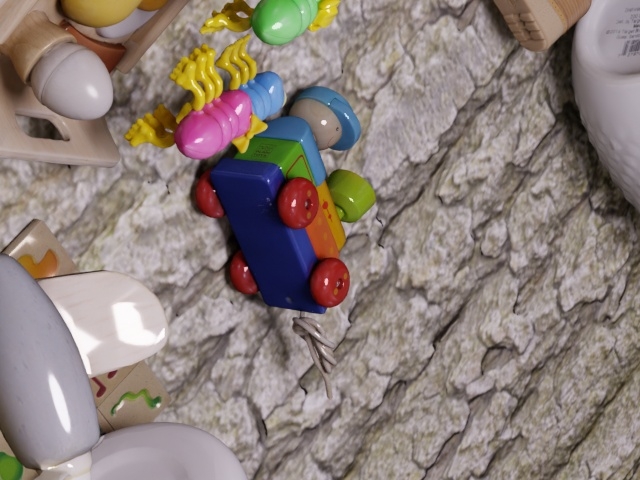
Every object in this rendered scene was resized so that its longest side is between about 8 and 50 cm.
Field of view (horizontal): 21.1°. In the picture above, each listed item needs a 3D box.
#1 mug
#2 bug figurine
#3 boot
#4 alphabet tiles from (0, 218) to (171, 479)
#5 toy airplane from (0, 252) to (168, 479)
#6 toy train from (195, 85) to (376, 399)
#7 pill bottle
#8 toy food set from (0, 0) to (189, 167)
[{"bbox_3d":[0.434,-0.127,1.656,0.328,0.374,0.276,39,72,-39],"label":"mug"},{"bbox_3d":[-0.028,-0.147,1.252,0.279,0.072,0.216,-49,176,36],"label":"bug figurine"},{"bbox_3d":[0.200,-0.321,1.576,0.207,0.090,0.248,-57,136,-29],"label":"boot"},{"bbox_3d":[-0.261,0.156,1.334,0.285,0.011,0.342,-48,133,-20],"label":"alphabet tiles"},{"bbox_3d":[-0.332,0.118,1.054,0.384,0.272,0.386,33,95,-27],"label":"toy airplane"},{"bbox_3d":[0.000,0.000,1.479,0.143,0.105,0.248,-53,136,-35],"label":"toy train"},{"bbox_3d":[-0.105,0.309,1.414,0.181,0.181,0.323,-44,137,-24],"label":"pill bottle"},{"bbox_3d":[-0.101,-0.176,1.183,0.306,0.092,0.220,-47,166,13],"label":"toy food set"}]
